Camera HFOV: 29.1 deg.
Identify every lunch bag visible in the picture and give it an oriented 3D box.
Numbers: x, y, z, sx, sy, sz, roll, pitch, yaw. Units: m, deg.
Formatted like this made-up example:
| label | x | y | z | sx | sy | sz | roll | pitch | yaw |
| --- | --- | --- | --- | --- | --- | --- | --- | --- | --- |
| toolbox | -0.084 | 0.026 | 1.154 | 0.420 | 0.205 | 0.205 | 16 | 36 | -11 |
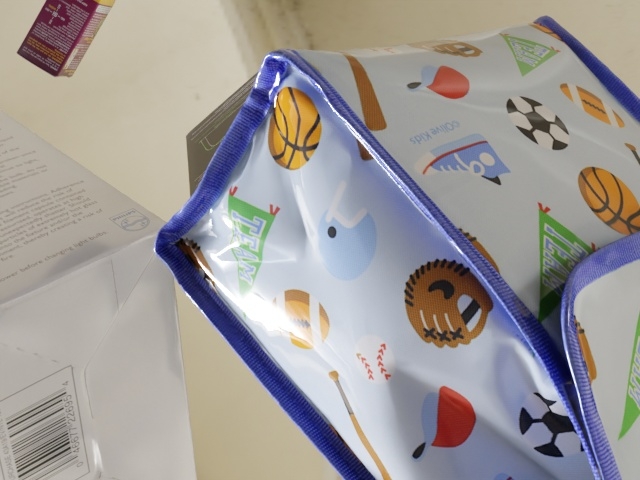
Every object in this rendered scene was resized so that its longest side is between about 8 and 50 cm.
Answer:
| label | x | y | z | sx | sy | sz | roll | pitch | yaw |
| --- | --- | --- | --- | --- | --- | --- | --- | --- | --- |
| lunch bag | 0.148 | 0.043 | 0.815 | 0.385 | 0.327 | 0.239 | 51 | -50 | 21 |

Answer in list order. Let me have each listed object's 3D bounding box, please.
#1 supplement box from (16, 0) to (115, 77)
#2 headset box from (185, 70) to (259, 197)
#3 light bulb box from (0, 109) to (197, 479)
| label | x | y | z | sx | sy | sz | roll | pitch | yaw |
| --- | --- | --- | --- | --- | --- | --- | --- | --- | --- |
| supplement box | -0.223 | -0.189 | 1.086 | 0.043 | 0.055 | 0.083 | 32 | -83 | -2 |
| headset box | 0.000 | 0.000 | 1.239 | 0.131 | 0.283 | 0.246 | -39 | -56 | 20 |
| light bulb box | -0.326 | 0.098 | 1.260 | 0.361 | 0.225 | 0.358 | 31 | -45 | 40 |
